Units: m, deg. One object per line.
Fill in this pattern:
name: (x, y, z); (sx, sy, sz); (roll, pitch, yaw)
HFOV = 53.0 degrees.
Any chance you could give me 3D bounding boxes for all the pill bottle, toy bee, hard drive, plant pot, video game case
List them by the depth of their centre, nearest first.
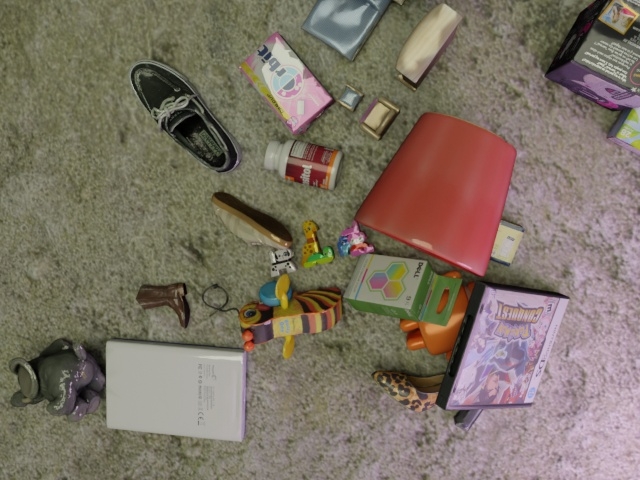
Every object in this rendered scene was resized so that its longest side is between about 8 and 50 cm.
plant pot: (0.231, -0.094, 1.219); (0.275, 0.275, 0.243); (24, 92, 4)
video game case: (0.361, 0.211, 1.252); (0.275, 0.035, 0.248); (10, 101, -38)
pill bottle: (-0.034, -0.160, 1.324); (0.152, 0.086, 0.086); (14, 100, 7)
toy bee: (-0.102, 0.174, 1.340); (0.299, 0.162, 0.195); (-20, 117, 15)
hard drive: (-0.329, 0.339, 1.463); (0.319, 0.040, 0.210); (3, 98, 8)

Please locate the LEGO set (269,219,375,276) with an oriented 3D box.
LEGO set: (0.000, 0.000, 1.346); (0.227, 0.087, 0.093); (-15, 93, 17)

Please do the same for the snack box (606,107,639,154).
snack box: (0.688, -0.225, 1.216); (0.207, 0.070, 0.174); (29, 101, 4)

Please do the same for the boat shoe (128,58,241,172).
boat shoe: (-0.295, -0.259, 1.338); (0.113, 0.105, 0.306); (-38, 91, 12)

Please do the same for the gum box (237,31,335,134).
gum box: (-0.064, -0.317, 1.317); (0.107, 0.062, 0.188); (-40, 91, 12)

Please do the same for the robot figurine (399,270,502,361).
robot figurine: (0.273, 0.156, 1.303); (0.220, 0.128, 0.158); (-18, 57, 10)

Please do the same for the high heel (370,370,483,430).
high heel: (0.252, 0.274, 1.335); (0.261, 0.093, 0.186); (25, 108, -12)

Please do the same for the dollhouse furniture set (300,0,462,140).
dollhouse furniture set: (0.070, -0.393, 1.218); (0.303, 0.198, 0.286); (36, 101, 2)

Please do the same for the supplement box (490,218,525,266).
supplement box: (0.358, -0.003, 1.303); (0.083, 0.056, 0.083); (21, 101, 5)

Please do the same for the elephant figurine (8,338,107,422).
elephant figurine: (-0.624, 0.308, 1.455); (0.240, 0.169, 0.185); (13, 71, 22)

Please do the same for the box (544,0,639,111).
box: (0.521, -0.326, 1.135); (0.163, 0.247, 0.142); (29, 103, 4)

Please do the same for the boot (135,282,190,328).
boot: (-0.355, 0.150, 1.441); (0.114, 0.037, 0.106); (-7, 84, 6)

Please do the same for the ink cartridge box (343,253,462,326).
ink cartridge box: (0.162, 0.095, 1.278); (0.209, 0.062, 0.108); (8, 62, 35)

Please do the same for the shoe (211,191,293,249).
shoe: (-0.148, -0.031, 1.351); (0.219, 0.077, 0.058); (32, 112, 27)
